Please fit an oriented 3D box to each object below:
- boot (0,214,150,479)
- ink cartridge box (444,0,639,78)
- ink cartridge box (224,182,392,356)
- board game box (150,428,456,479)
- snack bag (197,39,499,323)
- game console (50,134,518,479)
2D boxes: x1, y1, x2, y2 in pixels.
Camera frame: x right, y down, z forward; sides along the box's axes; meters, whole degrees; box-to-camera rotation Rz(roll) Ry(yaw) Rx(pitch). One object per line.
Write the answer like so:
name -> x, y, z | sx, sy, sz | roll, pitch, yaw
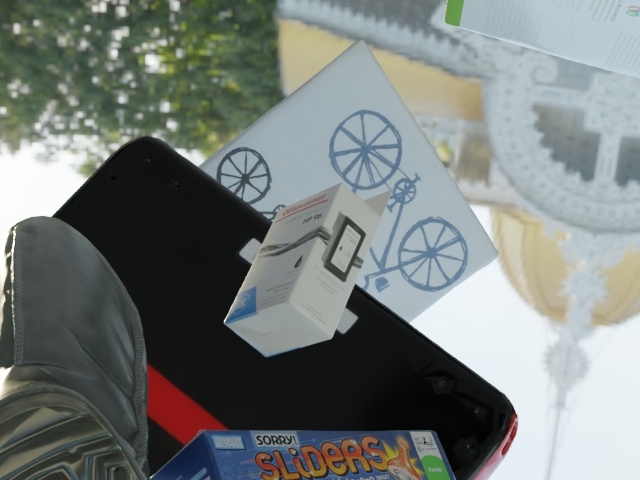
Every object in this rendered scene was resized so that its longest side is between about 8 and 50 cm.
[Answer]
boot -> -0.084, 0.097, 0.485 | 0.076, 0.190, 0.208 | -19, -164, -11
ink cartridge box -> 0.248, -0.233, 1.089 | 0.255, 0.097, 0.189 | 17, 167, 6
ink cartridge box -> -0.004, 0.007, 0.546 | 0.048, 0.028, 0.083 | -21, -144, 48
board game box -> -0.050, 0.150, 0.570 | 0.136, 0.201, 0.035 | 9, -131, -42
snack bag -> 0.000, 0.000, 1.397 | 0.342, 0.323, 0.037 | -38, -157, -6
game console -> -0.104, 0.141, 0.892 | 0.386, 0.060, 0.342 | 36, -109, 17
